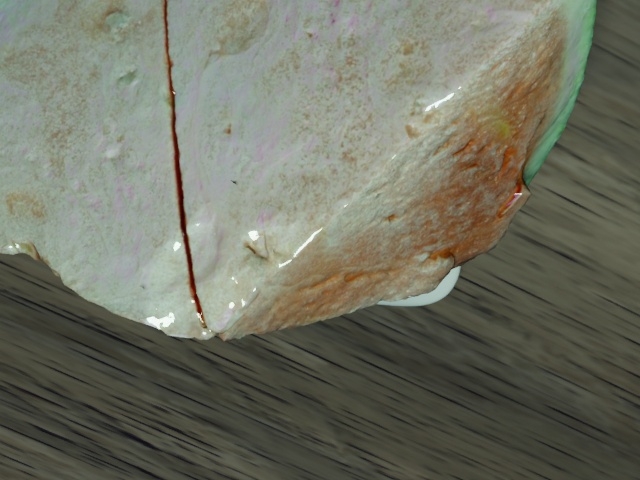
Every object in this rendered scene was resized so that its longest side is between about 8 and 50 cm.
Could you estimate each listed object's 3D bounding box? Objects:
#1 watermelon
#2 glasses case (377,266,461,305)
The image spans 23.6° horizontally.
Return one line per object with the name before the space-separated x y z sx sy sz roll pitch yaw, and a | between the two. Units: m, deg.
watermelon | -0.030 -0.063 0.902 0.292 0.319 0.222 33 174 28
glasses case | 0.000 0.000 1.036 0.193 0.049 0.074 11 132 0
